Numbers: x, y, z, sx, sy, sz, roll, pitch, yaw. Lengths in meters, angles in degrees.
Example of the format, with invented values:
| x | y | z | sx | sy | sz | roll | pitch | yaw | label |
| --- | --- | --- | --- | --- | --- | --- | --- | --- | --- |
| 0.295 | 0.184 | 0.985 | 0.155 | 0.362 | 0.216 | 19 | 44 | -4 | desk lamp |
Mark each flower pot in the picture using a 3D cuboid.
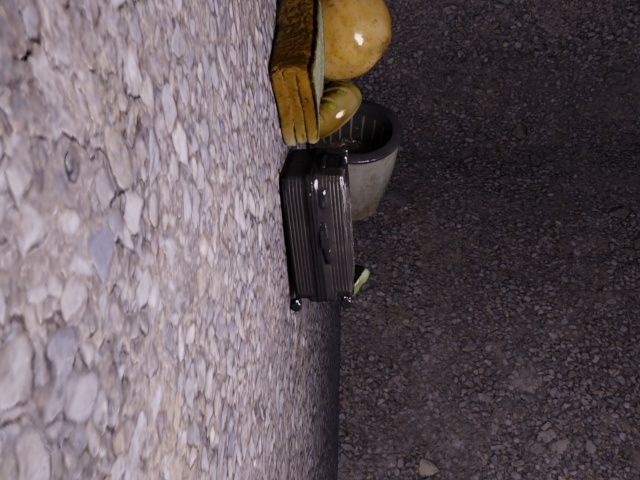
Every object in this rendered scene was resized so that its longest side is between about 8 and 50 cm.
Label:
| x | y | z | sx | sy | sz | roll | pitch | yaw | label |
| --- | --- | --- | --- | --- | --- | --- | --- | --- | --- |
| 0.096 | -0.244 | 1.876 | 0.330 | 0.294 | 0.293 | 94 | -1 | -51 | flower pot |

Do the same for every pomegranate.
| x | y | z | sx | sy | sz | roll | pitch | yaw | label |
| --- | --- | --- | --- | --- | --- | --- | --- | --- | --- |
| 0.053 | -0.542 | 1.484 | 0.260 | 0.261 | 0.260 | -1 | 90 | -85 | pomegranate |

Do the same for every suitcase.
| x | y | z | sx | sy | sz | roll | pitch | yaw | label |
| --- | --- | --- | --- | --- | --- | --- | --- | --- | --- |
| -0.003 | -0.034 | 1.353 | 0.229 | 0.152 | 0.334 | -83 | 168 | -64 | suitcase |

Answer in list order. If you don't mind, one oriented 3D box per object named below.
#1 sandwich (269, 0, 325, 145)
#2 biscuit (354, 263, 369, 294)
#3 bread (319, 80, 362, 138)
| x | y | z | sx | sy | sz | roll | pitch | yaw | label |
| --- | --- | --- | --- | --- | --- | --- | --- | --- | --- |
| -0.042 | -0.373 | 1.275 | 0.249 | 0.095 | 0.273 | 81 | 10 | -56 | sandwich |
| 0.048 | 0.112 | 1.566 | 0.099 | 0.038 | 0.322 | -53 | -166 | -15 | biscuit |
| 0.017 | -0.360 | 1.558 | 0.105 | 0.213 | 0.213 | 45 | 25 | -23 | bread |
